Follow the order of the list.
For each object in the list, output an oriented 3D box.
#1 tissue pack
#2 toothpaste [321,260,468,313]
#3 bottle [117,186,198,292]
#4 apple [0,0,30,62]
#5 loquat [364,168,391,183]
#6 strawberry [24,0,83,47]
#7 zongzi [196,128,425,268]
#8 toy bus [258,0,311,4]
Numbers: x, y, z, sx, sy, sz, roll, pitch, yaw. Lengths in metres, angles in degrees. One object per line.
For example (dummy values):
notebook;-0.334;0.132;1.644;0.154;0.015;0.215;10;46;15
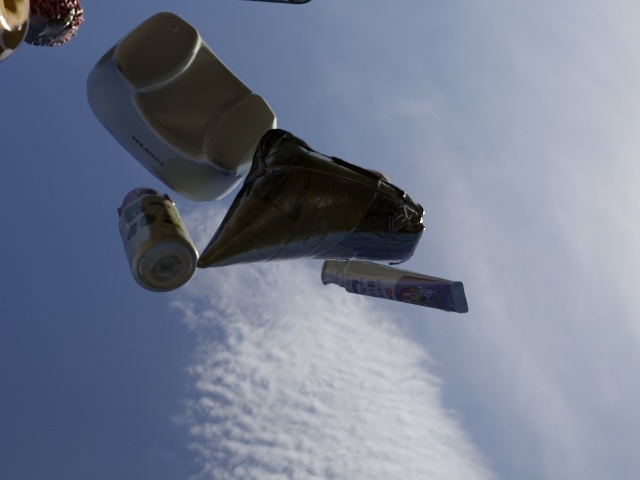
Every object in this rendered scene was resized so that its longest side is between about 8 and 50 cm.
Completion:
tissue pack;-0.268;-0.237;1.283;0.333;0.236;0.229;45;-123;-16
toothpaste;0.146;0.088;1.350;0.299;0.114;0.073;11;-124;27
bottle;-0.309;-0.017;1.246;0.120;0.120;0.253;6;-152;-27
apple;-0.480;-0.327;0.886;0.164;0.209;0.210;4;-125;-2
loquat;0.102;-0.099;1.567;0.141;0.141;0.141;15;-126;-21
strawberry;-0.515;-0.416;1.254;0.145;0.145;0.086;-18;-103;-37
zongzi;0.000;0.000;0.991;0.289;0.154;0.318;22;-138;1
toy bus;-0.050;-0.377;0.734;0.121;0.265;0.120;1;-107;-8
